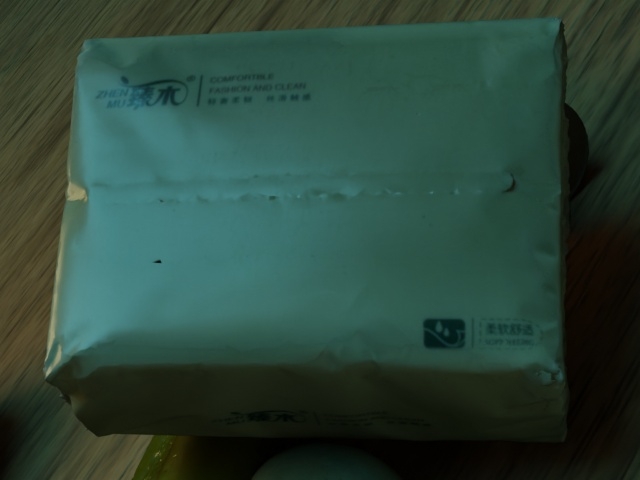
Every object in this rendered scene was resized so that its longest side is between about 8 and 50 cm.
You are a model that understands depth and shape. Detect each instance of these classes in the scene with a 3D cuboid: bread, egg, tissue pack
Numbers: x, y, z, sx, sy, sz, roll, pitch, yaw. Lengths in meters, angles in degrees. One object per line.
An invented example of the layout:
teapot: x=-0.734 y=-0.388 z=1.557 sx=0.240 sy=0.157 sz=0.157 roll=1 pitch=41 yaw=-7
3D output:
bread: x=-0.071 y=0.167 z=1.271 sx=0.166 sy=0.112 sz=0.383 roll=-38 pitch=21 yaw=56
egg: x=0.007 y=0.210 z=1.130 sx=0.152 sy=0.114 sz=0.114 roll=15 pitch=61 yaw=41
tissue pack: x=0.000 y=0.000 z=1.130 sx=0.380 sy=0.207 sz=0.297 roll=-2 pitch=65 yaw=9

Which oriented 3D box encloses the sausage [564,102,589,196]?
sausage: x=0.128 y=-0.100 z=1.381 sx=0.123 sy=0.123 sz=0.253 roll=-46 pitch=31 yaw=-6
